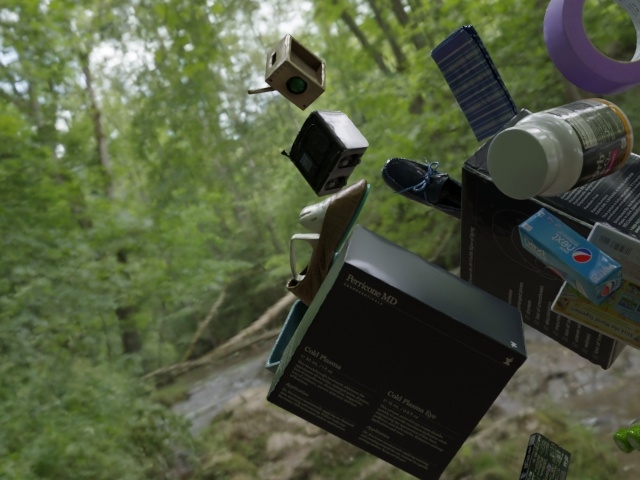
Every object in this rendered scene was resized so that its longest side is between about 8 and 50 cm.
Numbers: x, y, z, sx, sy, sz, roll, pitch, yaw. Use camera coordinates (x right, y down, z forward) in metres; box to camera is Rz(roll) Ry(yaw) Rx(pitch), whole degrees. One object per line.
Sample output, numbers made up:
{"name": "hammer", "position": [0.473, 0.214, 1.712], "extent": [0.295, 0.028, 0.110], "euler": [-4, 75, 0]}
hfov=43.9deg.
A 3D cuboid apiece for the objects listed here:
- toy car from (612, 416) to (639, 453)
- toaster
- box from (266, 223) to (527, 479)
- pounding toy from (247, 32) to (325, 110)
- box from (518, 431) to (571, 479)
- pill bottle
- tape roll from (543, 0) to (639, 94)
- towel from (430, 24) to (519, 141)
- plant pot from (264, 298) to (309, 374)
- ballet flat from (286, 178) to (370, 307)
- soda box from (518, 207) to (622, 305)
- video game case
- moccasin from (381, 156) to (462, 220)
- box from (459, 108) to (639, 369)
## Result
{"name": "toy car", "position": [0.745, 0.444, 1.661], "extent": [0.155, 0.188, 0.149], "euler": [-30, -15, -9]}
{"name": "toaster", "position": [0.014, -0.228, 2.018], "extent": [0.110, 0.186, 0.168], "euler": [-9, -38, -42]}
{"name": "box", "position": [0.133, 0.201, 1.403], "extent": [0.313, 0.343, 0.179], "euler": [-61, 3, 25]}
{"name": "pounding toy", "position": [-0.069, -0.343, 1.670], "extent": [0.100, 0.130, 0.141], "euler": [-38, 33, 31]}
{"name": "box", "position": [0.337, 0.341, 1.189], "extent": [0.018, 0.067, 0.083], "euler": [-45, 15, 53]}
{"name": "pill bottle", "position": [0.452, -0.171, 1.499], "extent": [0.278, 0.162, 0.162], "euler": [-20, -8, -37]}
{"name": "tape roll", "position": [0.630, -0.461, 1.723], "extent": [0.274, 0.275, 0.090], "euler": [-24, -1, -13]}
{"name": "towel", "position": [0.472, -0.480, 2.453], "extent": [0.040, 0.336, 0.243], "euler": [-30, 3, -22]}
{"name": "plant pot", "position": [0.054, 0.298, 2.126], "extent": [0.247, 0.252, 0.248], "euler": [-24, 30, 41]}
{"name": "ballet flat", "position": [0.000, 0.000, 1.732], "extent": [0.116, 0.124, 0.342], "euler": [-65, -4, -55]}
{"name": "soda box", "position": [0.483, 0.030, 1.543], "extent": [0.067, 0.210, 0.071], "euler": [-35, -42, -9]}
{"name": "video game case", "position": [0.621, 0.100, 1.617], "extent": [0.026, 0.227, 0.206], "euler": [-48, -18, -71]}
{"name": "moccasin", "position": [0.345, -0.160, 2.307], "extent": [0.117, 0.342, 0.138], "euler": [119, 172, -84]}
{"name": "box", "position": [0.630, -0.005, 2.047], "extent": [0.297, 0.471, 0.480], "euler": [-42, -35, -27]}
